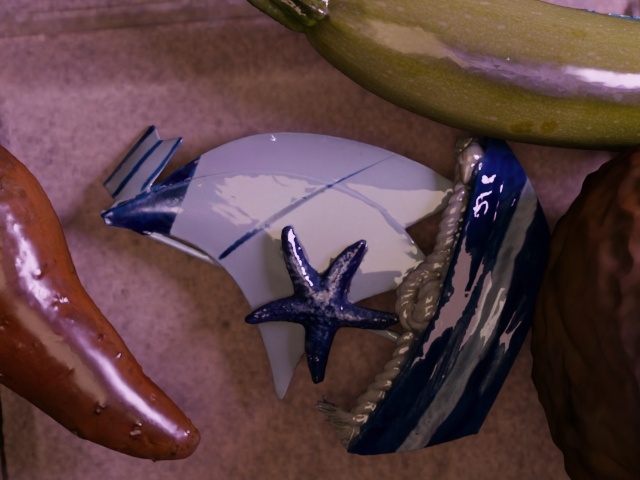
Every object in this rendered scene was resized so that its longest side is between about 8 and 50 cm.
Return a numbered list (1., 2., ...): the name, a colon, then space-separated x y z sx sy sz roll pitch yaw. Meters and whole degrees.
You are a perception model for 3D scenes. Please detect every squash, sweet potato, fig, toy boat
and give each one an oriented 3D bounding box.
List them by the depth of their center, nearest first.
1. fig: 0.238 0.095 1.002 0.286 0.369 0.286 6 114 15
2. squash: 0.109 -0.107 1.127 0.340 0.094 0.095 10 95 -13
3. sweet potato: -0.212 0.004 1.154 0.112 0.112 0.359 -34 96 4
4. toy boat: 0.004 0.031 1.174 0.291 0.070 0.210 0 90 5
